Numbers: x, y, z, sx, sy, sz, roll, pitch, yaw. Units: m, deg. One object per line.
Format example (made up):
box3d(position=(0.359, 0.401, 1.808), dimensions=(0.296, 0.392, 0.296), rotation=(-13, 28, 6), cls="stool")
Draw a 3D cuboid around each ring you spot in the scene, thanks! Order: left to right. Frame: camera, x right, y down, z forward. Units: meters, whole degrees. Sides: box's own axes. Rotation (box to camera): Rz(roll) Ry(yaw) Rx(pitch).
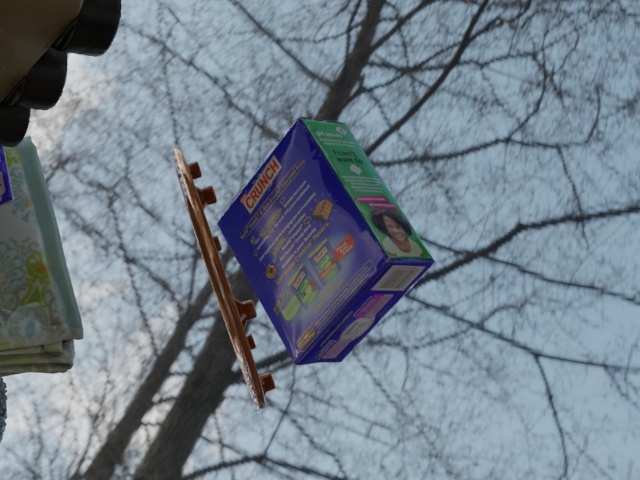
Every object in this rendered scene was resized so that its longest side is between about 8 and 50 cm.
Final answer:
box3d(position=(-0.115, 0.043, 1.449), dimensions=(0.032, 0.336, 0.336), rotation=(-18, -66, -7), cls="ring")

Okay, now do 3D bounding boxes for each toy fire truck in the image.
box3d(position=(-0.227, -0.210, 0.824), dimensions=(0.217, 0.159, 0.246), rotation=(-32, -117, 48), cls="toy fire truck")

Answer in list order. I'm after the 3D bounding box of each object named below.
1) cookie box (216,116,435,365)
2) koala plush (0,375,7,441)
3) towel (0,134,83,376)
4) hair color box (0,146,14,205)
box3d(position=(0.000, 0.000, 0.670), dimensions=(0.092, 0.040, 0.107), rotation=(-50, -124, 30), cls="cookie box")
box3d(position=(-0.415, 0.154, 1.069), dimensions=(0.196, 0.221, 0.203), rotation=(-24, -94, 38), cls="koala plush")
box3d(position=(-0.508, 0.026, 1.600), dimensions=(0.321, 0.374, 0.090), rotation=(-7, -31, -25), cls="towel")
box3d(position=(-0.490, -0.205, 1.471), dimensions=(0.185, 0.110, 0.338), rotation=(33, -43, 36), cls="hair color box")
